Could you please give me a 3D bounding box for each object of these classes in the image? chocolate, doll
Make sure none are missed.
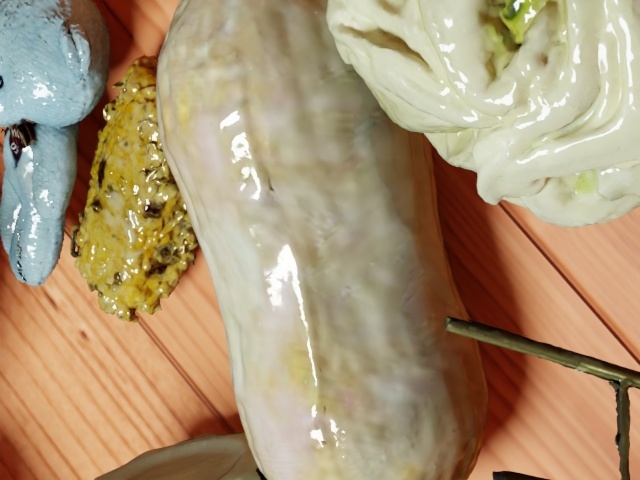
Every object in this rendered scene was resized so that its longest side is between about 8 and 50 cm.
[{"bbox_3d":[0.000,0.000,0.873,0.134,0.134,0.309,-3,104,39],"label":"chocolate"},{"bbox_3d":[-0.169,-0.064,1.005,0.120,0.075,0.179,46,125,48],"label":"doll"}]

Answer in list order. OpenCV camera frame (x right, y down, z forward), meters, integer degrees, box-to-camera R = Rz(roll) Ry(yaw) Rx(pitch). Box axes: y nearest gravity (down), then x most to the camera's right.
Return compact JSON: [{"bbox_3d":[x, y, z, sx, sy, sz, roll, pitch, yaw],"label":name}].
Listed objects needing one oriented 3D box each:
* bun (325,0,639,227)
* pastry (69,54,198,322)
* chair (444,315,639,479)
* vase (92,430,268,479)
[{"bbox_3d":[0.103,-0.109,0.733,0.229,0.145,0.229,13,118,27],"label":"bun"},{"bbox_3d":[-0.096,-0.028,0.990,0.080,0.056,0.140,51,131,33],"label":"pastry"},{"bbox_3d":[0.196,0.150,0.782,0.326,0.170,0.159,10,117,-13],"label":"chair"},{"bbox_3d":[-0.027,0.292,1.005,0.165,0.165,0.360,-7,107,40],"label":"vase"}]
